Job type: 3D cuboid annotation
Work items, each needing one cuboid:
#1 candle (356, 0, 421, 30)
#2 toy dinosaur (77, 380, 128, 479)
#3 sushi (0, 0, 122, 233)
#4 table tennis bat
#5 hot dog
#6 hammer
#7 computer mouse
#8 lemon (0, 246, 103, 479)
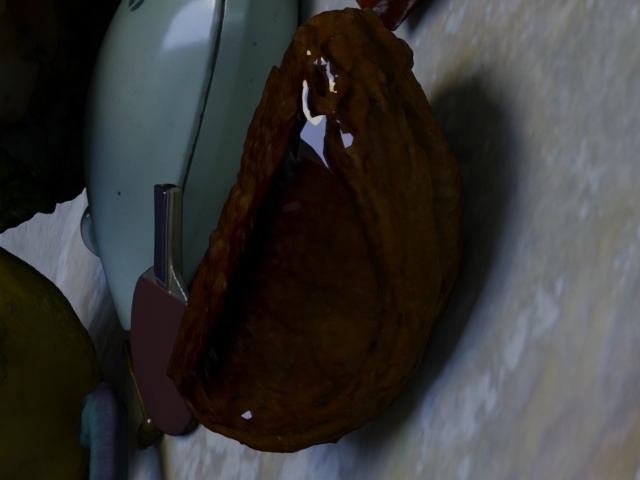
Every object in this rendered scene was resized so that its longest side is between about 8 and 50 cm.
[{"bbox_3d":[0.093,-0.214,0.861,0.329,0.048,0.051,-55,17,44],"label":"candle"},{"bbox_3d":[-0.074,0.144,0.995,0.383,0.129,0.330,-45,31,46],"label":"toy dinosaur"},{"bbox_3d":[-0.241,-0.168,1.267,0.178,0.294,0.352,-3,45,24],"label":"sushi"},{"bbox_3d":[-0.093,0.043,1.139,0.095,0.014,0.158,28,121,57],"label":"table tennis bat"},{"bbox_3d":[-0.002,0.001,0.888,0.160,0.099,0.227,-99,30,-45],"label":"hot dog"},{"bbox_3d":[-0.120,0.098,1.234,0.029,0.014,0.123,-62,23,17],"label":"hammer"},{"bbox_3d":[-0.104,-0.081,1.190,0.288,0.097,0.159,-61,28,31],"label":"computer mouse"},{"bbox_3d":[-0.272,0.117,1.281,0.310,0.254,0.253,-42,40,50],"label":"lemon"}]
